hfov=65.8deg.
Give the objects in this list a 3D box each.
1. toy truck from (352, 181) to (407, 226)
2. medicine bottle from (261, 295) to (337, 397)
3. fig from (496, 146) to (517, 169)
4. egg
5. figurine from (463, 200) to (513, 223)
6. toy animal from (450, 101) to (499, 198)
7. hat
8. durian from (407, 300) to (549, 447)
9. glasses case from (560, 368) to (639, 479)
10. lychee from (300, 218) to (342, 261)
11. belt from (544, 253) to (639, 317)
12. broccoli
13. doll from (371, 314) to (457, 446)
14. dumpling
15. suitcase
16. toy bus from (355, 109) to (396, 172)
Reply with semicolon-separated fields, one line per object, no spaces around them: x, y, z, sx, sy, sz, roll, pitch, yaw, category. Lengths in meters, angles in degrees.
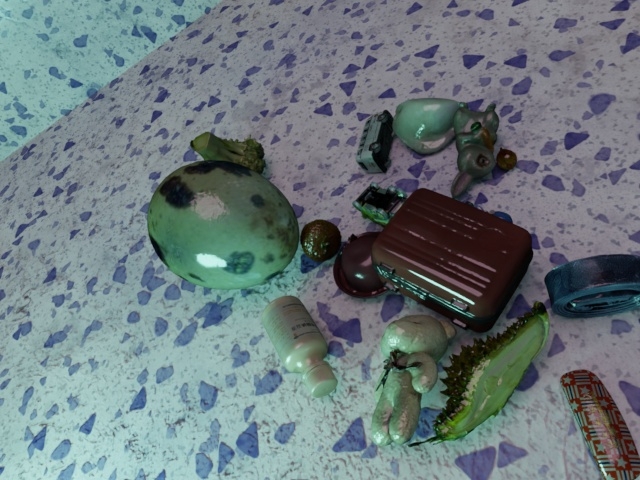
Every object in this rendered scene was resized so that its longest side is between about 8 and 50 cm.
0.173;-0.076;1.263;0.085;0.116;0.191;-47;26;-8;toy truck
-0.046;0.249;1.161;0.114;0.114;0.252;-36;48;0;medicine bottle
0.470;-0.215;1.264;0.050;0.050;0.083;-19;38;15;fig
-0.258;-0.037;1.322;0.428;0.345;0.345;21;69;28;egg
0.396;-0.048;1.176;0.079;0.077;0.136;-23;39;-7;figurine
0.396;-0.223;1.276;0.125;0.127;0.251;-2;75;51;toy animal
0.117;0.050;1.233;0.205;0.089;0.205;-15;52;19;hat
0.311;0.268;0.958;0.132;0.106;0.375;41;85;8;durian
0.493;0.319;0.870;0.073;0.049;0.194;-21;51;13;glasses case
0.000;0.000;1.313;0.114;0.114;0.146;-39;20;-2;lychee
0.538;0.087;0.950;0.190;0.141;0.082;-12;55;19;belt
-0.320;-0.248;1.569;0.263;0.243;0.247;-50;56;-2;broccoli
0.164;0.269;0.999;0.175;0.149;0.278;-8;48;36;doll
0.312;-0.329;1.404;0.216;0.149;0.105;0;19;21;dumpling
0.280;0.037;1.071;0.297;0.161;0.236;28;67;32;suitcase
0.164;-0.290;1.452;0.089;0.087;0.194;-6;56;36;toy bus
